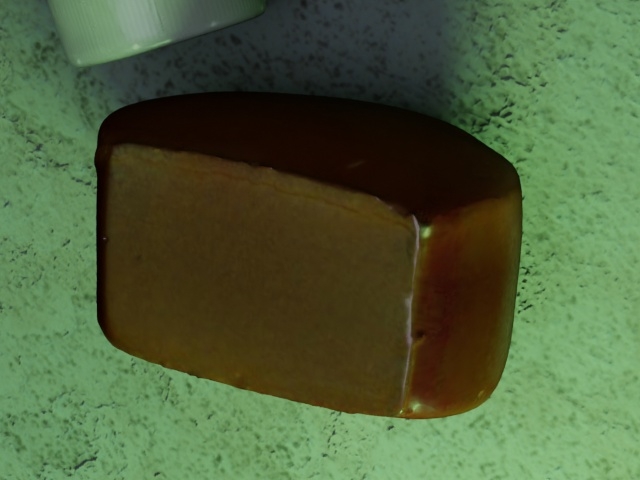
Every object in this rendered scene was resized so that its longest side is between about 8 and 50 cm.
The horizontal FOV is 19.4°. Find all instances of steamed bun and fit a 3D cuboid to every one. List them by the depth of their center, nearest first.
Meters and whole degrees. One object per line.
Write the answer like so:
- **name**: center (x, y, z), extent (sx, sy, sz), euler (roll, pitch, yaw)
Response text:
- **steamed bun**: center (0.000, 0.000, 1.557), extent (0.379, 0.248, 0.235), euler (12, 108, 30)

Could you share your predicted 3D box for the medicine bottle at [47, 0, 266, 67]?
- **medicine bottle**: center (-0.174, -0.329, 1.554), extent (0.208, 0.208, 0.339), euler (-11, 101, 25)
